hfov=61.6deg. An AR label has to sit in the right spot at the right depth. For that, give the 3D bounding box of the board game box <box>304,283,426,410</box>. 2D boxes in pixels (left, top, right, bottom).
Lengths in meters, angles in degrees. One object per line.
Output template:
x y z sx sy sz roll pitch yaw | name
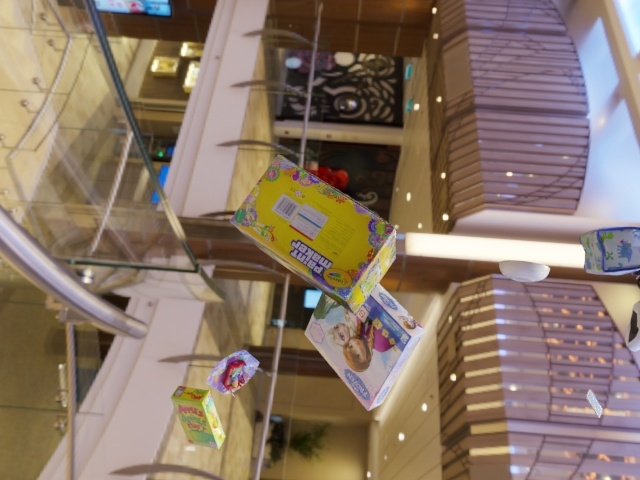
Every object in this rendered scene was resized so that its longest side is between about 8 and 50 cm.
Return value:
0.110 0.262 1.531 0.318 0.066 0.318 45 -49 32 | board game box

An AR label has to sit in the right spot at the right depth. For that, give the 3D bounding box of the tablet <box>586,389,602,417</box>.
0.668 0.398 1.313 0.083 0.006 0.054 4 55 -59 | tablet

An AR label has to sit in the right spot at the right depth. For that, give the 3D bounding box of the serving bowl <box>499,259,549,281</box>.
0.354 0.056 0.938 0.083 0.083 0.027 88 12 -80 | serving bowl

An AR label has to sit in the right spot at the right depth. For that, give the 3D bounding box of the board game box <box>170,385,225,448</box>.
-0.316 0.460 1.394 0.043 0.092 0.181 -61 149 -52 | board game box

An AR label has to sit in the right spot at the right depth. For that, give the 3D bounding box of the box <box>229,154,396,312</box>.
0.000 0.000 1.183 0.177 0.290 0.279 -55 165 -7 | box

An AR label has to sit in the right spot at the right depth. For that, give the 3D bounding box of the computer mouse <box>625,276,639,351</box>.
0.809 0.185 1.333 0.042 0.106 0.192 3 -105 59 | computer mouse

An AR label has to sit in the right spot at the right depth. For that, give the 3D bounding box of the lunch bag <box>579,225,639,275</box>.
0.564 0.017 0.966 0.129 0.151 0.096 11 70 -78 | lunch bag

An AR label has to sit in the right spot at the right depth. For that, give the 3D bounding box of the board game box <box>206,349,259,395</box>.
-0.230 0.373 1.476 0.033 0.133 0.168 43 -10 36 | board game box
